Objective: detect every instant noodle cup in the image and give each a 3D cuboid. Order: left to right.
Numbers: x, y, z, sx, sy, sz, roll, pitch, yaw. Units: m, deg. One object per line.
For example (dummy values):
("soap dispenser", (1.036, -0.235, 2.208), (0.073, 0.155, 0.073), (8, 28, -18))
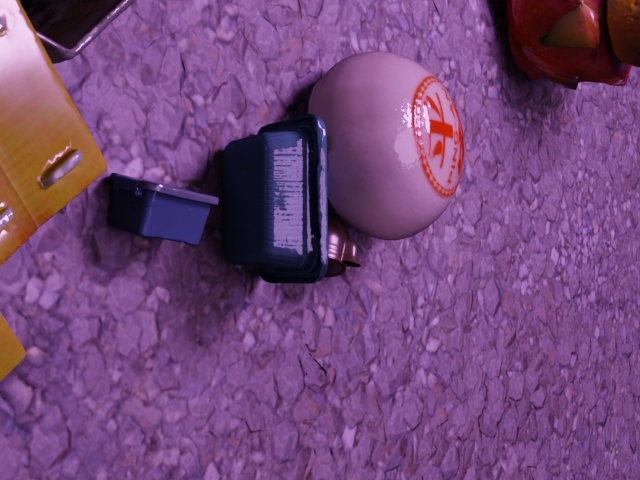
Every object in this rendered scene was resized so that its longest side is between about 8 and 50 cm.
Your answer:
("instant noodle cup", (-0.053, -0.043, 1.082), (0.070, 0.157, 0.179), (1, 88, -28))

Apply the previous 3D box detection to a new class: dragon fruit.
("dragon fruit", (0.398, -0.381, 1.611), (0.290, 0.189, 0.291), (-14, 106, -56))

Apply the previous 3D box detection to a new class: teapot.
("teapot", (0.000, 0.000, 1.171), (0.110, 0.085, 0.080), (47, 44, -55))

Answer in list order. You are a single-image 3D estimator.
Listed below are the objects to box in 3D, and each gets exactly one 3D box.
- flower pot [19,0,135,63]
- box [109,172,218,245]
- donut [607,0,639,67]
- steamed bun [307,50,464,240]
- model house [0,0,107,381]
("flower pot", (-0.268, -0.244, 0.782), (0.209, 0.189, 0.239), (59, 47, -31))
("box", (-0.159, -0.030, 1.003), (0.099, 0.074, 0.054), (12, 90, -49))
("donut", (0.474, -0.342, 1.494), (0.190, 0.074, 0.174), (28, 70, -60))
("steamed bun", (0.095, -0.120, 1.220), (0.232, 0.145, 0.232), (34, 49, -50))
("model house", (-0.260, 0.014, 0.595), (0.323, 0.340, 0.300), (-35, 116, -17))
